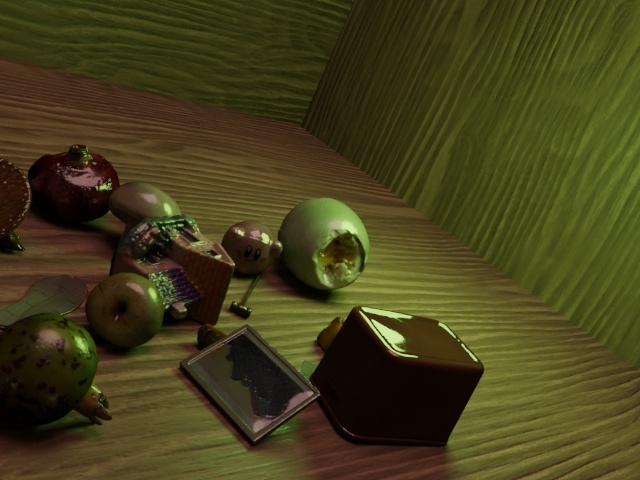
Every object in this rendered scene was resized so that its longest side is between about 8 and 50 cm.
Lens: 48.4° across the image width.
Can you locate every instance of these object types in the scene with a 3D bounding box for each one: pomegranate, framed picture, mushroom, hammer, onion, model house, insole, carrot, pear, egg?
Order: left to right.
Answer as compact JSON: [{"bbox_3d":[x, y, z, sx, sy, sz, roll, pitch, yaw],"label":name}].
[{"bbox_3d":[-0.619,0.141,1.563,0.119,0.009,0.348,28,19,6],"label":"insole"},{"bbox_3d":[-0.476,0.238,1.257,0.198,0.198,0.246,42,-10,40],"label":"pomegranate"},{"bbox_3d":[-0.681,-0.171,1.989,0.252,0.219,0.252,14,28,-8],"label":"onion"},{"bbox_3d":[-0.426,0.151,1.557,0.167,0.167,0.136,23,3,-4],"label":"pear"},{"bbox_3d":[-0.492,-0.047,1.943,0.207,0.215,0.207,19,-18,6],"label":"mushroom"},{"bbox_3d":[-0.349,0.080,1.752,0.237,0.202,0.237,33,21,24],"label":"model house"},{"bbox_3d":[-0.187,0.281,1.641,0.260,0.070,0.070,32,20,27],"label":"carrot"},{"bbox_3d":[-0.154,0.304,1.556,0.192,0.018,0.265,-30,51,-33],"label":"framed picture"},{"bbox_3d":[-0.199,0.148,2.033,0.058,0.029,0.292,26,17,-1],"label":"hammer"},{"bbox_3d":[0.000,0.000,2.273,0.278,0.278,0.336,13,17,-31],"label":"egg"}]

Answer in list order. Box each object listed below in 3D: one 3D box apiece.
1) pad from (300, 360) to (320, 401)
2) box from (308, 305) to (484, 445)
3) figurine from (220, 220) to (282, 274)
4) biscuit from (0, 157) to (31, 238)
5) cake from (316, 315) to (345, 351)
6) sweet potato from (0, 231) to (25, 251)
[{"bbox_3d":[0.069,0.383,1.762,0.265,0.009,0.159,25,19,-2],"label":"pad"},{"bbox_3d":[0.190,0.322,1.718,0.339,0.229,0.239,14,21,-34],"label":"box"},{"bbox_3d":[-0.211,0.020,2.131,0.173,0.173,0.173,22,19,-8],"label":"figurine"},{"bbox_3d":[-0.821,-0.092,1.688,0.262,0.037,0.261,4,60,-7],"label":"biscuit"},{"bbox_3d":[0.065,0.305,1.921,0.185,0.116,0.079,55,21,-10],"label":"cake"},{"bbox_3d":[-0.857,-0.118,1.797,0.131,0.130,0.422,5,35,-45],"label":"sweet potato"}]
